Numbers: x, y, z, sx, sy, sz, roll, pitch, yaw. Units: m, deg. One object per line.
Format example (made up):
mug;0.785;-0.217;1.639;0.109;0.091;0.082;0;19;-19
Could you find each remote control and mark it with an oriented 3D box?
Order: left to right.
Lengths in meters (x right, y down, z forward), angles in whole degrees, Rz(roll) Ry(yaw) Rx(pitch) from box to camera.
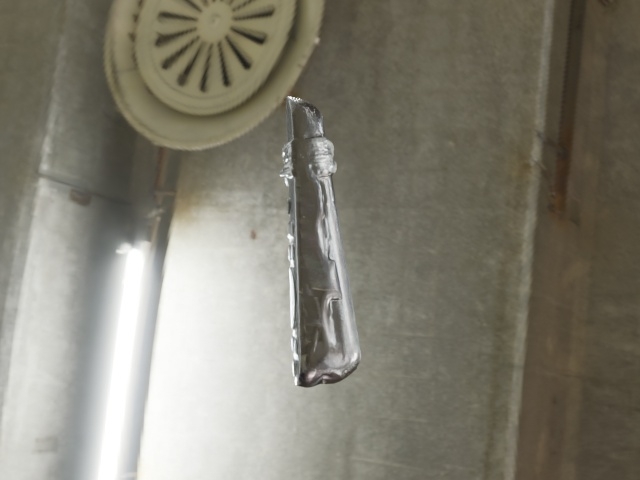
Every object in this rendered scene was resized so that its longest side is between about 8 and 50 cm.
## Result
remote control;0.000;0.000;0.895;0.066;0.090;0.266;-3;-90;-12
